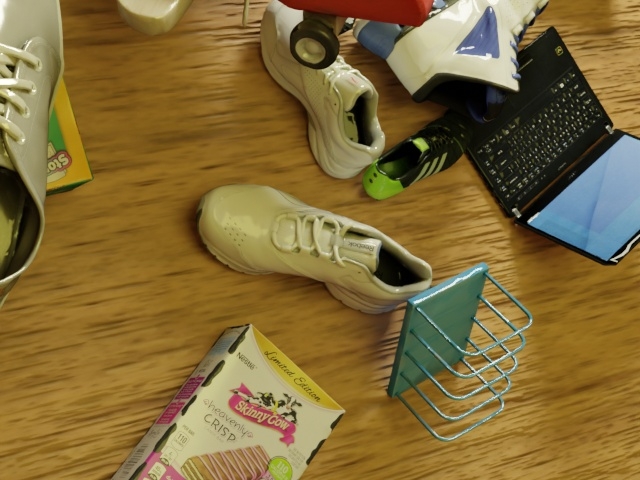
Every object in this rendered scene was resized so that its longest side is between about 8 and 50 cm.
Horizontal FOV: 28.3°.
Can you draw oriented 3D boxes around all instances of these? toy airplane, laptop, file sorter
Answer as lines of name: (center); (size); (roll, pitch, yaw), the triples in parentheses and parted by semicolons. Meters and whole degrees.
toy airplane: (-0.082, -0.386, 1.355); (0.384, 0.272, 0.386); (-10, 64, -30)
laptop: (0.337, -0.129, 1.655); (0.234, 0.136, 0.264); (-39, 102, -27)
file sorter: (0.166, 0.136, 1.493); (0.118, 0.170, 0.104); (-25, 53, -29)

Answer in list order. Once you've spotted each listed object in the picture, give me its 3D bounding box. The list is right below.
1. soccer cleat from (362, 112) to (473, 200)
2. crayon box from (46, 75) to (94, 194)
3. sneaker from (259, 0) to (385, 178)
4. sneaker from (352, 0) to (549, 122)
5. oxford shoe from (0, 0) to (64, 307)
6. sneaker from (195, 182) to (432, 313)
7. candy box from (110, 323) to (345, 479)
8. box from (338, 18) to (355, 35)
soccer cleat: (0.128, -0.109, 1.565); (0.179, 0.072, 0.060); (-35, 78, -25)
crayon box: (-0.389, -0.102, 1.288); (0.278, 0.081, 0.165); (-17, 92, -29)
sneaker: (0.015, -0.190, 1.499); (0.090, 0.115, 0.232); (-35, 100, -28)
sneaker: (0.210, -0.250, 1.594); (0.316, 0.127, 0.182); (-27, 84, -22)
oxford shoe: (-0.323, -0.134, 1.209); (0.169, 0.130, 0.449); (9, 78, -26)
sneaker: (0.000, 0.000, 1.459); (0.297, 0.129, 0.111); (18, 76, -24)
candy box: (-0.102, 0.231, 1.405); (0.159, 0.071, 0.233); (44, 65, -16)
box: (0.017, -0.301, 1.552); (0.062, 0.052, 0.083); (31, 69, -23)
